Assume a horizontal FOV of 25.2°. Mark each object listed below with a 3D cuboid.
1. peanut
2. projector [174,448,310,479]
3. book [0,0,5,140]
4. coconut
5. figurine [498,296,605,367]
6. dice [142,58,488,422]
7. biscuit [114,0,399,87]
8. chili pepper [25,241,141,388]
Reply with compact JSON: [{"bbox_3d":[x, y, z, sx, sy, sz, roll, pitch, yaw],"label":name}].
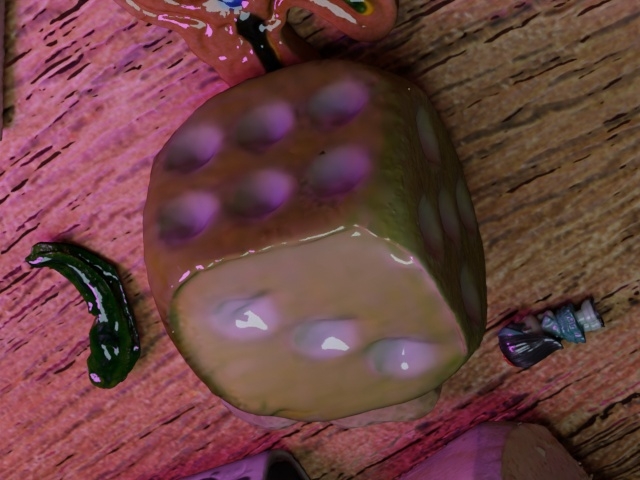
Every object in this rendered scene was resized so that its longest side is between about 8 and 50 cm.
[{"bbox_3d":[0.008,0.148,1.444,0.228,0.085,0.104,-3,141,10],"label":"peanut"},{"bbox_3d":[-0.110,0.397,1.523,0.249,0.248,0.248,-21,118,19],"label":"projector"},{"bbox_3d":[-0.355,-0.178,1.260,0.161,0.026,0.230,-11,129,-27],"label":"book"},{"bbox_3d":[0.171,0.348,1.439,0.297,0.297,0.254,37,118,-17],"label":"coconut"},{"bbox_3d":[0.225,0.092,1.407,0.106,0.047,0.060,-22,154,12],"label":"figurine"},{"bbox_3d":[0.000,0.000,1.233,0.238,0.226,0.233,-15,137,17],"label":"dice"},{"bbox_3d":[-0.091,-0.251,1.216,0.334,0.047,0.202,40,119,-18],"label":"biscuit"},{"bbox_3d":[-0.227,0.072,1.444,0.073,0.050,0.182,-9,120,20],"label":"chili pepper"}]
